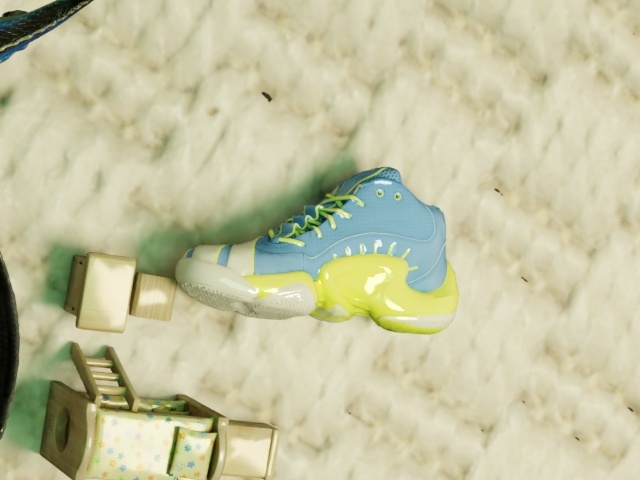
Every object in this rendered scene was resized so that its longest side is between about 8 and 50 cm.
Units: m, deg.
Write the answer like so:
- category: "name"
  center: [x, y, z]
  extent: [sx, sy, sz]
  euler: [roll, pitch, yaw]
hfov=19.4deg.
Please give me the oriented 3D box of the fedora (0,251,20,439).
- category: "fedora"
  center: [-0.340, 0.101, 1.211]
  extent: [0.334, 0.152, 0.334]
  euler: [-5, 113, -13]

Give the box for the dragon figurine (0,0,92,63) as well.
- category: "dragon figurine"
  center: [-0.260, -0.115, 1.237]
  extent: [0.085, 0.289, 0.144]
  euler: [61, 41, -42]

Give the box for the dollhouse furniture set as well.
- category: "dollhouse furniture set"
  center: [-0.096, 0.100, 1.392]
  extent: [0.182, 0.101, 0.161]
  euler: [8, 93, -25]

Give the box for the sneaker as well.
- category: "sneaker"
  center: [0.000, 0.000, 1.441]
  extent: [0.240, 0.091, 0.126]
  euler: [10, 80, -32]
